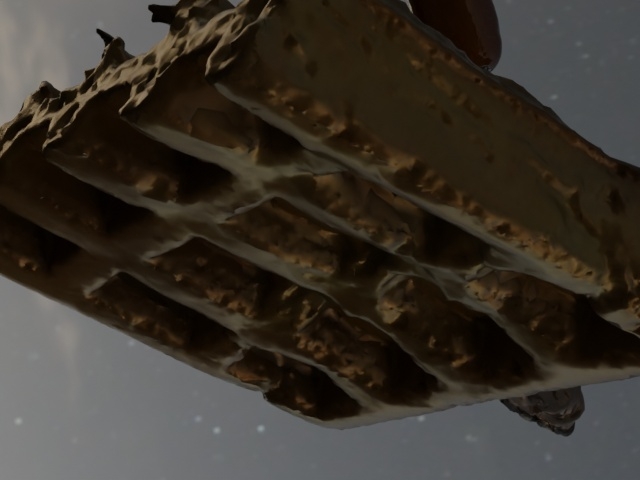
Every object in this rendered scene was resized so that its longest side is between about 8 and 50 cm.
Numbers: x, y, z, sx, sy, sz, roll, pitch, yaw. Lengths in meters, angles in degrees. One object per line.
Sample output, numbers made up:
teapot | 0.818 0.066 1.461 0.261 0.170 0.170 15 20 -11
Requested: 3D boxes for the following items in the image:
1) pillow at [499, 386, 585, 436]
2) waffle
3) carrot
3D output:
pillow | 0.186 0.031 1.268 0.049 0.135 0.248 -16 -119 36
waffle | 0.000 0.000 0.750 0.348 0.304 0.078 -19 -133 52
carrot | 0.043 -0.193 0.793 0.043 0.043 0.248 -37 -114 53
